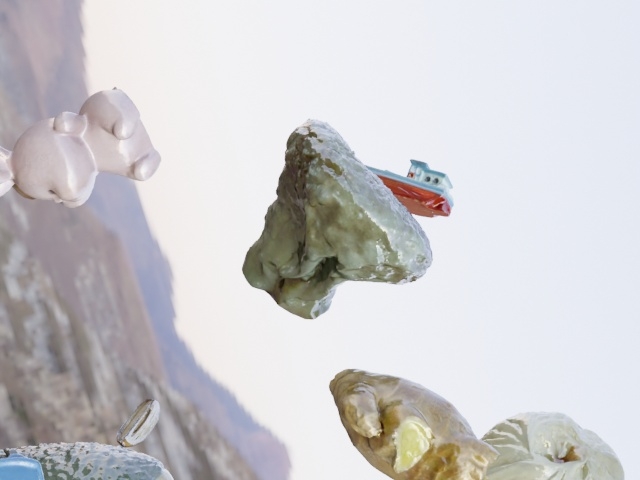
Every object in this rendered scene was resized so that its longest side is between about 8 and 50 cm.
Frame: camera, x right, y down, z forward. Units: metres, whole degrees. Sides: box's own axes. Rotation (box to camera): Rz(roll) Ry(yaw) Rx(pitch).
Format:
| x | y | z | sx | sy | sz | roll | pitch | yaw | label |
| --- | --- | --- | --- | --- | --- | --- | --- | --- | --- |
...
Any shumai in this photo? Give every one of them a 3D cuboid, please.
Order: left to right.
| x | y | z | sx | sy | sz | roll | pitch | yaw | label |
| --- | --- | --- | --- | --- | --- | --- | --- | --- | --- |
| 0.000 | 0.000 | 1.700 | 0.222 | 0.203 | 0.272 | 50 | 2 | 18 | shumai |

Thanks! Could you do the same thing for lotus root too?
| x | y | z | sx | sy | sz | roll | pitch | yaw | label |
| --- | --- | --- | --- | --- | --- | --- | --- | --- | --- |
| -0.258 | 0.264 | 2.102 | 0.037 | 0.083 | 0.030 | -11 | -56 | 51 | lotus root |

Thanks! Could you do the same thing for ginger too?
| x | y | z | sx | sy | sz | roll | pitch | yaw | label |
| --- | --- | --- | --- | --- | --- | --- | --- | --- | --- |
| 0.103 | 0.207 | 1.552 | 0.216 | 0.102 | 0.157 | 33 | -7 | -16 | ginger |

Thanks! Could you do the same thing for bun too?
| x | y | z | sx | sy | sz | roll | pitch | yaw | label |
| --- | --- | --- | --- | --- | --- | --- | --- | --- | --- |
| 0.290 | 0.303 | 1.855 | 0.134 | 0.220 | 0.220 | 105 | -32 | -50 | bun |

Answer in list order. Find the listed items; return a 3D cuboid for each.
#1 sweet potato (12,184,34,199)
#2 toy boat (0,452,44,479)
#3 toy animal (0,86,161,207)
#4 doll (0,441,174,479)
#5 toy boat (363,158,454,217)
| x | y | z | sx | sy | sz | roll | pitch | yaw | label |
| --- | --- | --- | --- | --- | --- | --- | --- | --- | --- |
| -0.460 | -0.101 | 2.279 | 0.117 | 0.049 | 0.049 | 62 | 6 | -66 | sweet potato |
| -0.300 | 0.276 | 1.337 | 0.097 | 0.100 | 0.223 | 58 | -37 | 41 | toy boat |
| -0.284 | -0.078 | 1.577 | 0.124 | 0.212 | 0.124 | 61 | -9 | 15 | toy animal |
| -0.383 | 0.417 | 2.206 | 0.247 | 0.349 | 0.247 | -170 | -90 | -85 | doll |
| 0.101 | -0.076 | 1.967 | 0.059 | 0.173 | 0.069 | -68 | 154 | -17 | toy boat |
